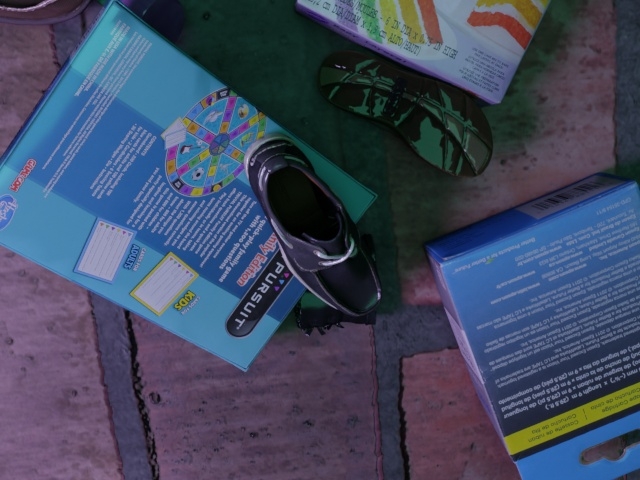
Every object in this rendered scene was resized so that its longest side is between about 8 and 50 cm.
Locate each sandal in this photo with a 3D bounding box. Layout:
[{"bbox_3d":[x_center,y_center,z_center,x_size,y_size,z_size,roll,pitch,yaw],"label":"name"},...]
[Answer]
[{"bbox_3d":[0.098,-0.146,0.778,0.219,0.060,0.090,25,91,5],"label":"sandal"}]

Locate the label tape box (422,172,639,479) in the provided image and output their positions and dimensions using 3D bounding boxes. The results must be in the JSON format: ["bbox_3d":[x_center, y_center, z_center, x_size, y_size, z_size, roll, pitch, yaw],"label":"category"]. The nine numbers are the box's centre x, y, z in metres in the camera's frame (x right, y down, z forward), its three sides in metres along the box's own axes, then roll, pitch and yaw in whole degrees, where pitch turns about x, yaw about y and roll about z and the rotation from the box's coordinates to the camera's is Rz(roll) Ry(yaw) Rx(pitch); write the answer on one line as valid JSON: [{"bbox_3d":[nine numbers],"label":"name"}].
[{"bbox_3d":[0.295,0.119,0.816,0.241,0.106,0.333,-22,103,0],"label":"label tape box"}]

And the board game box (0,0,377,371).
[{"bbox_3d":[-0.146,-0.044,0.715,0.336,0.079,0.253,34,96,-28],"label":"board game box"}]

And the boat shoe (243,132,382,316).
[{"bbox_3d":[0.000,0.000,0.698,0.084,0.079,0.233,-35,119,-6],"label":"boat shoe"}]

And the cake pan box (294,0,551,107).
[{"bbox_3d":[0.130,-0.314,0.742,0.267,0.070,0.245,25,95,-9],"label":"cake pan box"}]

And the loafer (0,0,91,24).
[{"bbox_3d":[-0.405,-0.310,0.662,0.366,0.130,0.133,14,99,-7],"label":"loafer"}]

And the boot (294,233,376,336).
[{"bbox_3d":[0.017,0.053,0.812,0.099,0.045,0.121,-2,103,-3],"label":"boot"}]

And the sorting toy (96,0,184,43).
[{"bbox_3d":[-0.138,-0.384,0.705,0.126,0.127,0.365,34,100,19],"label":"sorting toy"}]
